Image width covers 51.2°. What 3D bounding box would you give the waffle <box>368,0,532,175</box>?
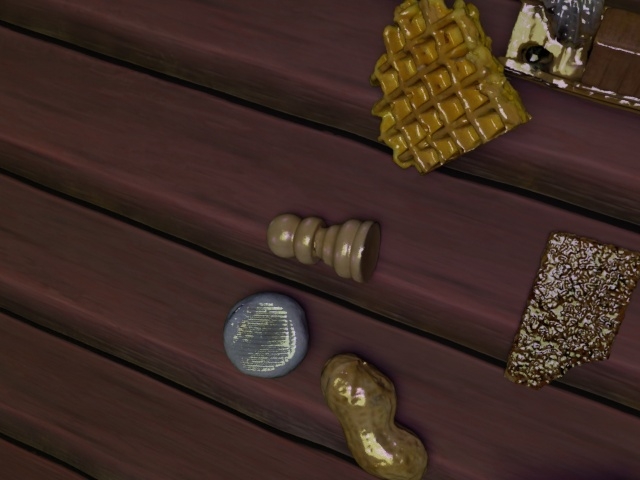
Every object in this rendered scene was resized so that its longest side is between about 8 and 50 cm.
[{"bbox_3d":[0.141,-0.210,0.896,0.229,0.057,0.219,-25,90,54],"label":"waffle"}]

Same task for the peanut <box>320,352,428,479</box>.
[{"bbox_3d":[0.080,0.275,1.020,0.103,0.098,0.230,-26,94,45],"label":"peanut"}]

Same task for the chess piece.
[{"bbox_3d":[0.000,0.000,1.009,0.170,0.094,0.094,14,103,22],"label":"chess piece"}]

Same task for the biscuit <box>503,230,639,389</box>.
[{"bbox_3d":[0.355,0.113,0.946,0.131,0.026,0.237,18,103,15],"label":"biscuit"}]

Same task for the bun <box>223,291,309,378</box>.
[{"bbox_3d":[-0.083,0.148,1.056,0.140,0.083,0.141,0,90,13],"label":"bun"}]

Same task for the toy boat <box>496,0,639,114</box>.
[{"bbox_3d":[0.439,-0.206,0.798,0.445,0.162,0.136,20,101,13],"label":"toy boat"}]
